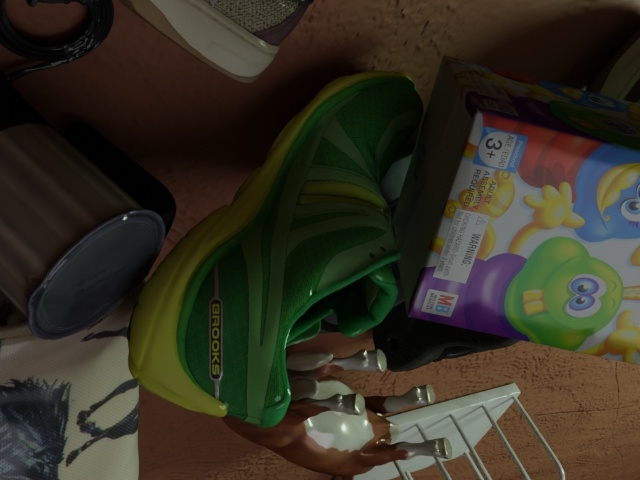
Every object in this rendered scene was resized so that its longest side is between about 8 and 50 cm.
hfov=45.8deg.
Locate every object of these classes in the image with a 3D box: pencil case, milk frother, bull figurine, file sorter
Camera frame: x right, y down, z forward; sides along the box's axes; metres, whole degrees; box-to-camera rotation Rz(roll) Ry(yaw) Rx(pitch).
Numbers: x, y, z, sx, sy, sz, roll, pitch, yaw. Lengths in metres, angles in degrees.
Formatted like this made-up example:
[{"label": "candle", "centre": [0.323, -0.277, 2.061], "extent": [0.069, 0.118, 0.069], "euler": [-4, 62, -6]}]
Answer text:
[{"label": "pencil case", "centre": [-0.215, 0.208, 0.496], "extent": [0.183, 0.160, 0.410], "euler": [-6, 108, -43]}, {"label": "milk frother", "centre": [-0.135, -0.052, 0.387], "extent": [0.129, 0.134, 0.143], "euler": [-36, 159, -43]}, {"label": "bull figurine", "centre": [0.023, 0.198, 0.828], "extent": [0.188, 0.101, 0.310], "euler": [-20, 148, 29]}, {"label": "file sorter", "centre": [0.194, 0.363, 1.139], "extent": [0.277, 0.173, 0.193], "euler": [-7, 140, -31]}]

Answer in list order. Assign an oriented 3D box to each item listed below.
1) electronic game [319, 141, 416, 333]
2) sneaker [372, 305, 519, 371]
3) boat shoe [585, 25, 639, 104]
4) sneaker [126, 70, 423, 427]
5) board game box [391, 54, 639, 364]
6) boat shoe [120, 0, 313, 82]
[{"label": "electronic game", "centre": [0.057, 0.002, 0.680], "extent": [0.229, 0.048, 0.229], "euler": [-27, 148, -19]}, {"label": "sneaker", "centre": [0.167, 0.072, 0.787], "extent": [0.130, 0.087, 0.227], "euler": [-14, 166, -38]}, {"label": "boat shoe", "centre": [0.242, -0.065, 0.664], "extent": [0.095, 0.095, 0.257], "euler": [-17, 147, -56]}, {"label": "sneaker", "centre": [0.000, 0.000, 0.492], "extent": [0.295, 0.123, 0.109], "euler": [-54, 173, -36]}, {"label": "board game box", "centre": [0.204, -0.012, 0.522], "extent": [0.275, 0.142, 0.144], "euler": [12, 115, -6]}, {"label": "boat shoe", "centre": [-0.089, -0.165, 0.319], "extent": [0.092, 0.103, 0.285], "euler": [-45, 148, 12]}]
